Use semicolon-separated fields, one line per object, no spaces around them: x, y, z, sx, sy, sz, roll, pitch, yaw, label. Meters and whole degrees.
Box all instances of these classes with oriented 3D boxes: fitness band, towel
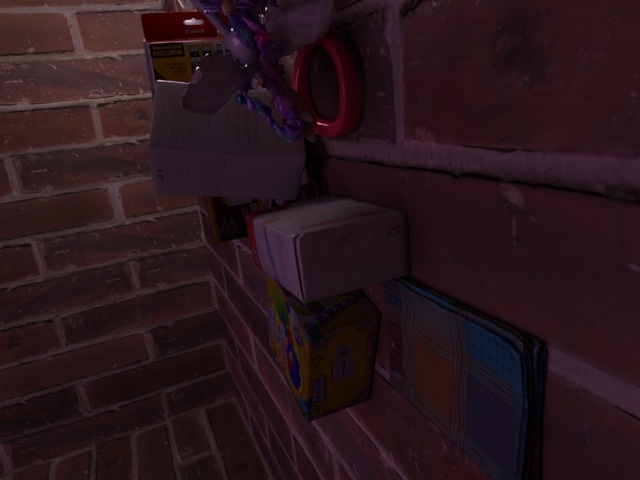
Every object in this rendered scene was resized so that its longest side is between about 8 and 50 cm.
0.005;-0.329;0.987;0.291;0.054;0.209;-141;40;-59;fitness band
0.214;0.221;0.794;0.370;0.040;0.272;-152;53;-63;towel

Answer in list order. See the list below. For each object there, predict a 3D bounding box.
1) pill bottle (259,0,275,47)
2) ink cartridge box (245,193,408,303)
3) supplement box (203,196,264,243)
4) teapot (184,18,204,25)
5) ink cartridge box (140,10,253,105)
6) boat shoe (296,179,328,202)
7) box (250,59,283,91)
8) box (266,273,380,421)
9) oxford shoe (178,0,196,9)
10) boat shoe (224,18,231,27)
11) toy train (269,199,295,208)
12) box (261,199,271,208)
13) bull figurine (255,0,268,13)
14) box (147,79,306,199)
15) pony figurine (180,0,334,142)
-0.089;-0.504;1.062;0.160;0.087;0.087;171;86;-69;pill bottle
0.000;0.000;0.944;0.306;0.225;0.131;-152;52;-63;ink cartridge box
-0.303;-0.102;1.661;0.129;0.193;0.192;-169;68;-75;supplement box
-0.471;-0.716;1.757;0.252;0.186;0.256;-129;32;-49;teapot
-0.355;-0.534;1.401;0.130;0.309;0.272;-135;37;-52;ink cartridge box
-0.039;-0.081;1.205;0.073;0.073;0.207;62;156;27;boat shoe
-0.160;-0.471;1.315;0.186;0.038;0.145;60;152;29;box
-0.007;0.226;1.161;0.279;0.176;0.290;-129;33;-50;box
-0.393;-0.846;1.547;0.449;0.129;0.169;32;117;59;oxford shoe
-0.336;-0.614;1.585;0.325;0.116;0.097;112;144;-50;boat shoe
-0.109;-0.113;1.307;0.184;0.080;0.105;-105;10;-67;toy train
-0.151;-0.203;1.449;0.159;0.044;0.233;-127;32;-47;box
-0.133;-0.650;1.011;0.310;0.101;0.189;118;153;-59;bull figurine
-0.221;-0.237;1.135;0.168;0.344;0.215;110;158;-56;box
-0.127;-0.371;0.883;0.364;0.302;0.351;59;-173;8;pony figurine
